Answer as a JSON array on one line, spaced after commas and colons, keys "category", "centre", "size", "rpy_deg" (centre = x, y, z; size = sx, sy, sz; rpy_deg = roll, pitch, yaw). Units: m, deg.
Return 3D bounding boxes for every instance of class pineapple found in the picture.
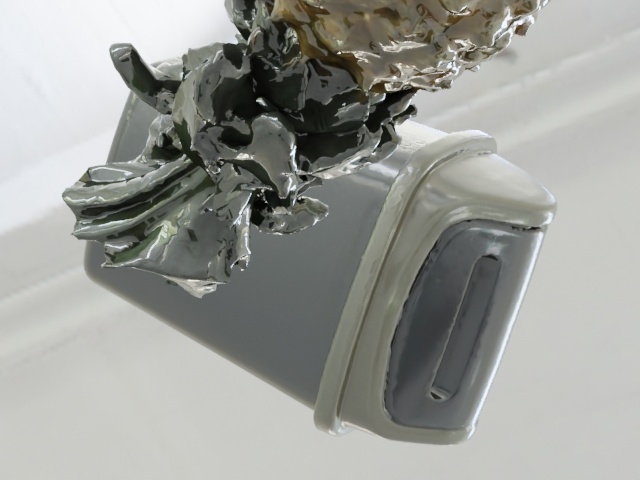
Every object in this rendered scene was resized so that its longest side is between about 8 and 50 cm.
[{"category": "pineapple", "centre": [-0.004, -0.066, 0.540], "size": [0.119, 0.111, 0.237], "rpy_deg": [17, -47, -32]}]

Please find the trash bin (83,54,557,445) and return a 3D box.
[{"category": "trash bin", "centre": [0.000, 0.000, 1.047], "size": [0.290, 0.182, 0.209], "rpy_deg": [24, -70, 20]}]
